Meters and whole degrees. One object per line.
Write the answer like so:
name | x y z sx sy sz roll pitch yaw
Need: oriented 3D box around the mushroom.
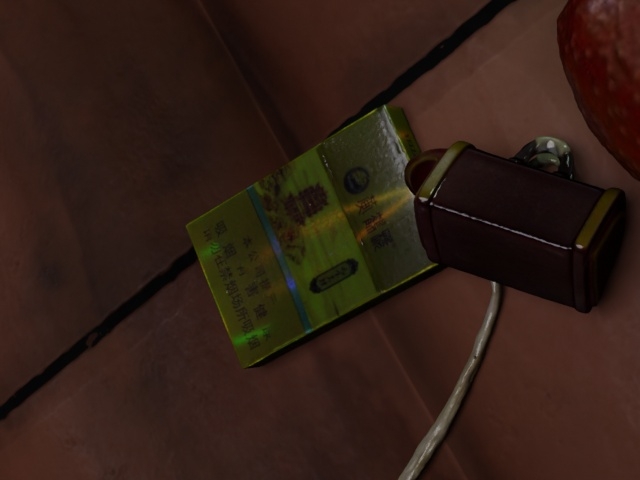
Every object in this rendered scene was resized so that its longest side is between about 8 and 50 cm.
mushroom | 0.080 0.132 1.096 0.028 0.026 0.286 29 107 44

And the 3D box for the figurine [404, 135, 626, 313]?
figurine | 0.126 -0.028 1.031 0.154 0.082 0.098 21 67 22

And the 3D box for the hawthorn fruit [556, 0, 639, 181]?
hawthorn fruit | 0.234 -0.125 0.906 0.253 0.205 0.205 48 113 30

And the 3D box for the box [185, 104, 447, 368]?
box | 0.000 0.000 1.139 0.193 0.030 0.121 -30 75 28
